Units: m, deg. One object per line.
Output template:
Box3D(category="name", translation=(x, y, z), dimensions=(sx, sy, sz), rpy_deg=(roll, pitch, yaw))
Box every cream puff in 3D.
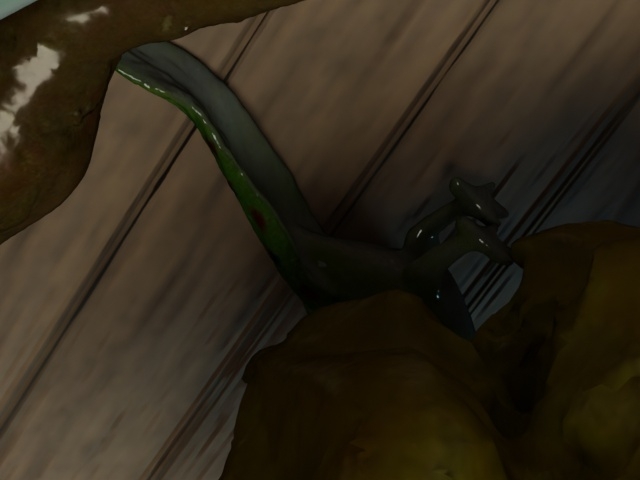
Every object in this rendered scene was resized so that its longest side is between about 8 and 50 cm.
Box3D(category="cream puff", translation=(0.114, 0.118, 0.559), dimensions=(0.324, 0.257, 0.291), rpy_deg=(-28, 152, 21))

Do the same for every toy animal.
Box3D(category="toy animal", translation=(0.015, -0.006, 0.615), dimensions=(0.075, 0.041, 0.217), rpy_deg=(-26, 125, 18))

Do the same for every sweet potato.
Box3D(category="sweet potato", translation=(-0.091, -0.042, 0.542), dimensions=(0.269, 0.074, 0.075), rpy_deg=(-32, 127, 20))

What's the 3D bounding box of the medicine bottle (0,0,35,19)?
Box3D(category="medicine bottle", translation=(-0.096, -0.093, 0.500), dimensions=(0.118, 0.074, 0.055), rpy_deg=(-26, 129, 12))
